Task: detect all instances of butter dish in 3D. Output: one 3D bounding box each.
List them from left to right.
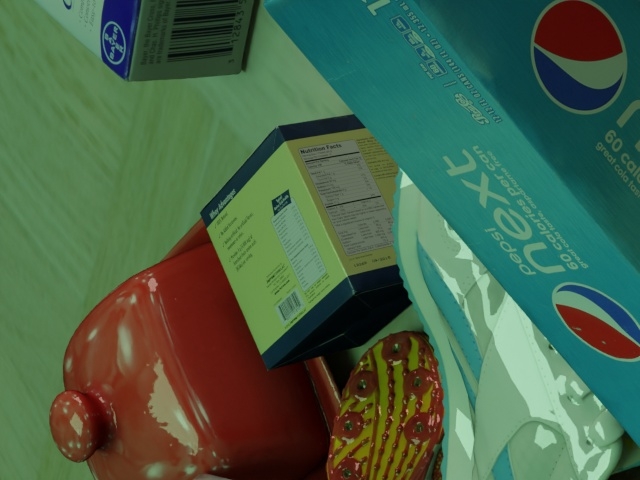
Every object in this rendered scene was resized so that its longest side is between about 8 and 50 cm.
[{"bbox_3d":[-0.077,0.080,0.796,0.160,0.118,0.160,-44,64,49],"label":"butter dish"}]

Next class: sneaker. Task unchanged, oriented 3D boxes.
[{"bbox_3d":[0.046,0.125,0.694,0.064,0.067,0.175,-18,66,27],"label":"sneaker"},{"bbox_3d":[0.090,0.039,0.599,0.092,0.087,0.228,8,114,50],"label":"sneaker"}]

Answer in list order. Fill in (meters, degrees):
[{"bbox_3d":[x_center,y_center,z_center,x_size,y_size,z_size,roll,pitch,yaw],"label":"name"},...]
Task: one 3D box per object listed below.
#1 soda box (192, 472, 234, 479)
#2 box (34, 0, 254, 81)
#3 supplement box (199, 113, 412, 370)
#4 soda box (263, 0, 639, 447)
[{"bbox_3d":[-0.016,0.196,0.735,0.063,0.058,0.183,2,127,52],"label":"soda box"},{"bbox_3d":[-0.092,-0.163,0.789,0.137,0.072,0.126,41,129,40],"label":"box"},{"bbox_3d":[0.000,0.000,0.724,0.083,0.056,0.083,-44,64,48],"label":"supplement box"},{"bbox_3d":[0.083,-0.024,0.511,0.210,0.067,0.071,49,155,-14],"label":"soda box"}]
